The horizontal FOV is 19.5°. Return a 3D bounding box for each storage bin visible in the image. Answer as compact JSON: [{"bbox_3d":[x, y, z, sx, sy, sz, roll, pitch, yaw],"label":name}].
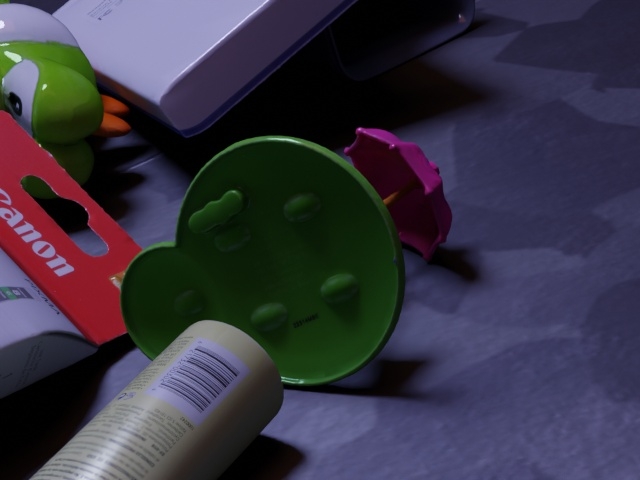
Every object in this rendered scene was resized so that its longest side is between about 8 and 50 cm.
[{"bbox_3d":[0.027,-0.178,1.351,0.135,0.098,0.091,-30,21,-33],"label":"storage bin"}]

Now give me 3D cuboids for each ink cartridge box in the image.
[{"bbox_3d":[-0.192,-0.004,0.987,0.181,0.056,0.224,44,42,19],"label":"ink cartridge box"}]

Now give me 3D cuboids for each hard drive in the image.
[{"bbox_3d":[-0.074,-0.179,1.319,0.210,0.040,0.318,-41,25,-8],"label":"hard drive"}]

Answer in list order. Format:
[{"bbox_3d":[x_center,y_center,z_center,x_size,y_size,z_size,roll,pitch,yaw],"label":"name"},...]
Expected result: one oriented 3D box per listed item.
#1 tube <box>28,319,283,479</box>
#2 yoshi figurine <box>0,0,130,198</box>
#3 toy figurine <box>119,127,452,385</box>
[{"bbox_3d":[-0.106,0.125,0.827,0.240,0.062,0.070,-45,0,-42],"label":"tube"},{"bbox_3d":[-0.278,-0.127,1.265,0.203,0.204,0.362,-34,34,-16],"label":"yoshi figurine"},{"bbox_3d":[0.000,0.000,1.009,0.173,0.130,0.159,-25,2,31],"label":"toy figurine"}]
